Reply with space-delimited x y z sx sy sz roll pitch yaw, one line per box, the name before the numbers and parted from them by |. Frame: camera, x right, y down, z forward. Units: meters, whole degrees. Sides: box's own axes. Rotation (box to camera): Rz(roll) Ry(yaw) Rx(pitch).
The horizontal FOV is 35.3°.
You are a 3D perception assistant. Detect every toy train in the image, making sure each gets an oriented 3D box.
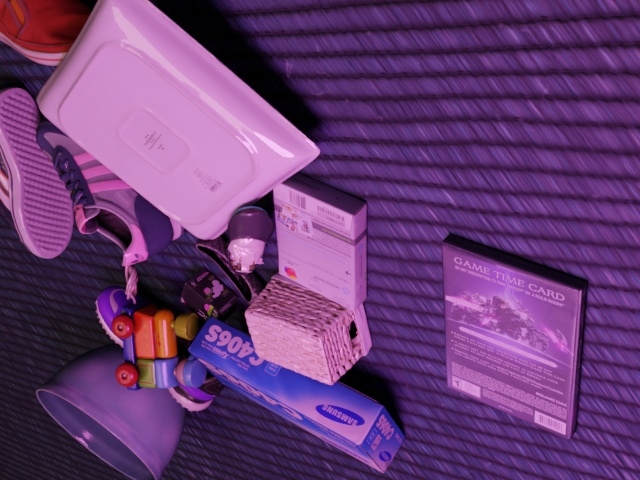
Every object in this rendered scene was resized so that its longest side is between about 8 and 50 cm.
toy train | -0.275 0.137 1.740 0.143 0.105 0.248 2 101 22

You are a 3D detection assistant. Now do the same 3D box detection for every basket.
basket | -0.021 0.135 1.553 0.167 0.103 0.113 15 134 34

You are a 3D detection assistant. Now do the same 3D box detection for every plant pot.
plant pot | -0.378 0.311 1.969 0.293 0.196 0.293 29 152 16

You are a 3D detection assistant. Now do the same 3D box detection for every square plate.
square plate | -0.219 -0.153 1.405 0.344 0.049 0.347 40 144 -12

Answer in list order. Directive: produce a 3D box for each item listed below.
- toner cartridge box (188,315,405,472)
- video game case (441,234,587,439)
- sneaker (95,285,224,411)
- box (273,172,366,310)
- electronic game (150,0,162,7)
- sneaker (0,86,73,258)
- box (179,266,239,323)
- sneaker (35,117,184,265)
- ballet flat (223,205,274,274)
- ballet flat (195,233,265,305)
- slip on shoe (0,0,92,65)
toner cartridge box | -0.040 0.251 1.656 0.348 0.075 0.165 24 163 28
video game case | 0.254 0.132 1.345 0.196 0.026 0.274 21 135 31
sneaker | -0.279 0.174 1.861 0.293 0.102 0.146 44 137 -2
box | 0.000 0.000 1.461 0.145 0.038 0.186 25 137 29
electronic game | -0.283 -0.410 1.353 0.229 0.048 0.229 31 138 32
sneaker | -0.546 -0.124 1.819 0.127 0.126 0.321 7 118 35
box | -0.191 0.101 1.732 0.083 0.052 0.062 41 143 10
sneaker | -0.382 -0.086 1.682 0.319 0.131 0.112 38 143 13
ballet flat | -0.109 0.010 1.513 0.074 0.074 0.203 44 161 4
ballet flat | -0.142 0.058 1.645 0.173 0.049 0.057 52 144 -7
slip on shoe | -0.412 -0.339 1.498 0.331 0.123 0.101 27 135 32
